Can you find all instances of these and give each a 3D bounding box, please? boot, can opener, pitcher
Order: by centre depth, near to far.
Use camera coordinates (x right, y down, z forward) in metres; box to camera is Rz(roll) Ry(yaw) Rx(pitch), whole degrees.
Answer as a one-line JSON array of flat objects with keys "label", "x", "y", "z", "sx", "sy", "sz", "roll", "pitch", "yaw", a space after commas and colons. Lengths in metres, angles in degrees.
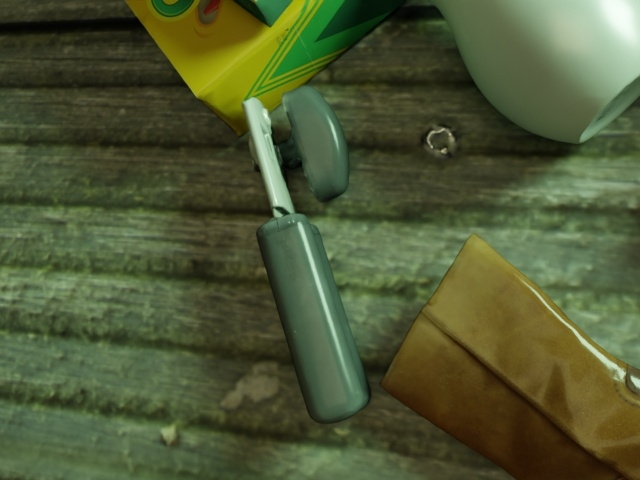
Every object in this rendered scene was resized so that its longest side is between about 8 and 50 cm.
[{"label": "boot", "x": 0.219, "y": 0.087, "z": 0.408, "sx": 0.280, "sy": 0.096, "sz": 0.264, "roll": 40, "pitch": 105, "yaw": 24}, {"label": "pitcher", "x": 0.181, "y": -0.190, "z": 0.464, "sx": 0.177, "sy": 0.125, "sz": 0.207, "roll": -32, "pitch": 70, "yaw": -19}, {"label": "can opener", "x": 0.000, "y": 0.000, "z": 0.481, "sx": 0.095, "sy": 0.076, "sz": 0.284, "roll": -20, "pitch": 76, "yaw": 9}]

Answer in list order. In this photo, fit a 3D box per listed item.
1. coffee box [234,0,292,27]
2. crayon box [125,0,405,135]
[{"label": "coffee box", "x": -0.074, "y": -0.268, "z": 0.461, "sx": 0.184, "sy": 0.040, "sz": 0.113, "roll": 42, "pitch": 91, "yaw": 15}, {"label": "crayon box", "x": -0.072, "y": -0.340, "z": 0.550, "sx": 0.313, "sy": 0.106, "sz": 0.363, "roll": -38, "pitch": 73, "yaw": 3}]
